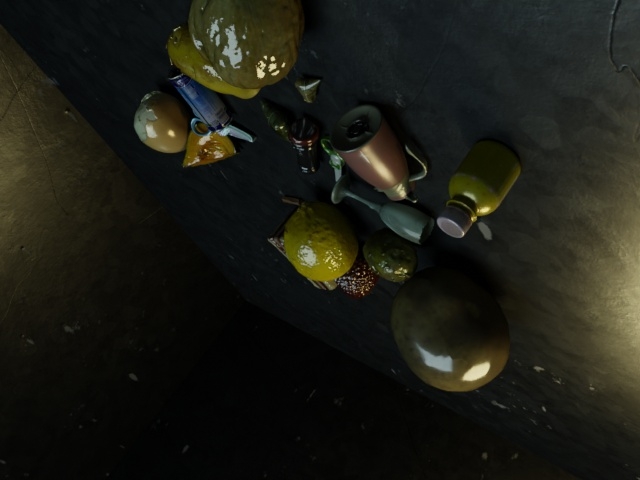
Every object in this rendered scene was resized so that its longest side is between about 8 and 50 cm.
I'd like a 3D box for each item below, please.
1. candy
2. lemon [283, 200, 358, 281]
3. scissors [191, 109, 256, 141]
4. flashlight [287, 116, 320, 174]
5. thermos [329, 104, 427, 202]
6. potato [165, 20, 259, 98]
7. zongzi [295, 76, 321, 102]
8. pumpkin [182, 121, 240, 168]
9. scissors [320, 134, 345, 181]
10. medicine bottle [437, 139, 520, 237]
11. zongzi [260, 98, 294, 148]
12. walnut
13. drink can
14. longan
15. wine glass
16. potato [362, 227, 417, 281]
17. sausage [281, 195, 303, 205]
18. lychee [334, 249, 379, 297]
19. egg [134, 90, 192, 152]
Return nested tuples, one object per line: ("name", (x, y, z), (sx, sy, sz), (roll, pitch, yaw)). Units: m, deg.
("candy", (-0.028, 0.030, 2.510), (0.321, 0.179, 0.135), (46, 159, -27))
("lemon", (0.000, 0.000, 2.266), (0.253, 0.253, 0.310), (16, 139, 47))
("scissors", (-0.332, -0.388, 2.251), (0.256, 0.030, 0.125), (23, 124, 17))
("flashlight", (-0.040, -0.275, 1.959), (0.093, 0.093, 0.232), (33, 167, 14))
("thermos", (0.162, -0.208, 1.674), (0.176, 0.146, 0.265), (-11, 143, 33))
("potato", (-0.283, -0.489, 1.791), (0.300, 0.140, 0.173), (26, 152, 15))
("zongzi", (-0.016, -0.391, 1.710), (0.083, 0.040, 0.076), (2, 151, 32))
("pumpkin", (-0.393, -0.359, 2.388), (0.254, 0.130, 0.149), (-12, 101, 31))
("scissors", (0.049, -0.235, 1.965), (0.101, 0.027, 0.204), (33, 160, 17))
("medicine bottle", (0.337, -0.106, 1.445), (0.122, 0.212, 0.122), (33, 161, 13))
("zongzi", (-0.116, -0.352, 1.988), (0.130, 0.062, 0.154), (51, -173, 31))
("walnut", (-0.161, -0.476, 1.457), (0.283, 0.283, 0.227), (64, -171, -54))
("drink can", (-0.382, -0.460, 2.114), (0.097, 0.097, 0.235), (18, 154, 46))
("longan", (0.401, 0.274, 2.050), (0.404, 0.336, 0.404), (45, 152, 33))
("wine glass", (0.217, -0.079, 2.029), (0.309, 0.096, 0.264), (28, -177, 24))
("potato", (0.216, 0.043, 2.043), (0.176, 0.141, 0.298), (38, -173, -6))
("sausage", (-0.106, -0.148, 2.465), (0.116, 0.026, 0.026), (15, 152, 50))
("lychee", (0.136, 0.115, 2.426), (0.188, 0.188, 0.188), (33, 161, 13))
("egg", (-0.560, -0.418, 2.385), (0.201, 0.201, 0.244), (18, 166, 46))
